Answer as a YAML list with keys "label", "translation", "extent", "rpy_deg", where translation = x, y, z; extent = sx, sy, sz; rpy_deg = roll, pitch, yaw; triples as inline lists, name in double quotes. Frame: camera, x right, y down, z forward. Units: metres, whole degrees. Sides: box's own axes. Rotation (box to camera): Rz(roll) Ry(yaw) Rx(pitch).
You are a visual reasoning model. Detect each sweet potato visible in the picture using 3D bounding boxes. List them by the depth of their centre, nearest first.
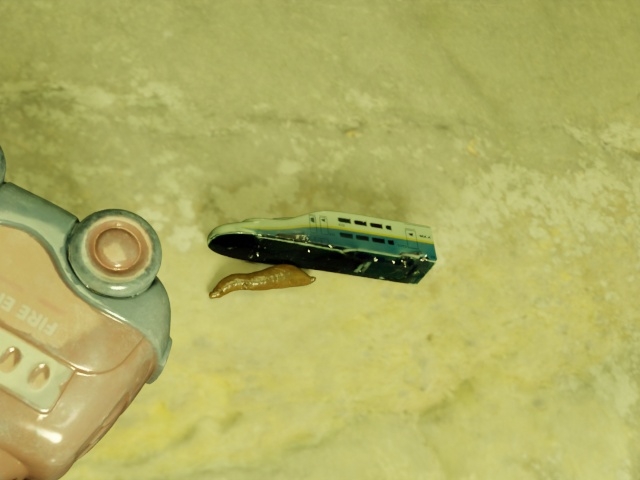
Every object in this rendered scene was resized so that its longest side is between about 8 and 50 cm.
- label: "sweet potato"
  translation: [-0.056, 0.038, 1.139]
  extent: [0.115, 0.026, 0.026]
  rpy_deg: [-6, 62, -26]

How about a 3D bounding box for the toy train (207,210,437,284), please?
- label: "toy train"
  translation: [0.000, 0.000, 1.174]
  extent: [0.234, 0.052, 0.051]
  rpy_deg: [9, 53, -20]

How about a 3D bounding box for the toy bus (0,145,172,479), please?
- label: "toy bus"
  translation: [-0.272, 0.069, 0.919]
  extent: [0.294, 0.197, 0.232]
  rpy_deg: [30, 62, -7]
